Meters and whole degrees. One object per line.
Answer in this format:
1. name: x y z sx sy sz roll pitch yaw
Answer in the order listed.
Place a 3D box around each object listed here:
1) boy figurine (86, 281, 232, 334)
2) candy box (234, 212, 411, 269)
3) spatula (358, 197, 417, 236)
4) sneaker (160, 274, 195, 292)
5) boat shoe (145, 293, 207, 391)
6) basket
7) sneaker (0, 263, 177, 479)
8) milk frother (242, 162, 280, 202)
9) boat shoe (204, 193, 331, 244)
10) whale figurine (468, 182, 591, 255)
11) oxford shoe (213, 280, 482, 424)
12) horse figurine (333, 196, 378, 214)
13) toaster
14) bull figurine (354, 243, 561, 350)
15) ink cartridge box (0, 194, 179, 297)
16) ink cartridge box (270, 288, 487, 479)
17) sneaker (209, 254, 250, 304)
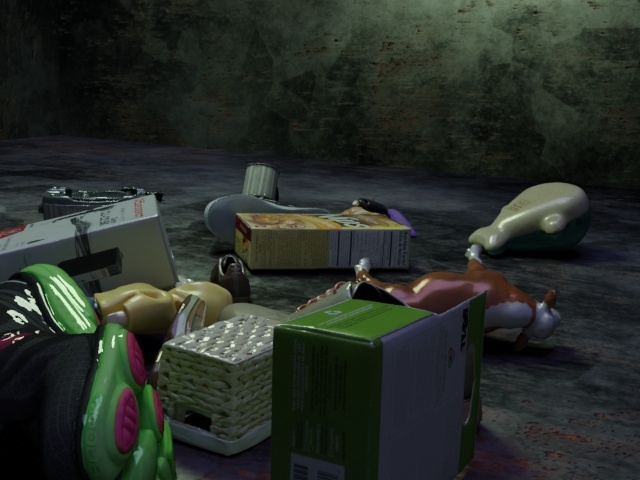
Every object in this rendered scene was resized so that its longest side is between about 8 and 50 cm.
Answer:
1. boy figurine: -0.262 0.104 1.248 0.285 0.092 0.177 0 -2 -24
2. candy box: 0.000 0.000 1.825 0.316 0.088 0.183 -1 11 -15
3. spatula: 0.142 -0.058 2.036 0.084 0.030 0.296 56 12 21
4. sneaker: -0.229 0.079 1.458 0.075 0.057 0.161 -7 11 -17
5. boat shoe: -0.159 0.139 1.132 0.072 0.068 0.190 20 34 -5
6. basket: -0.092 0.151 1.017 0.113 0.103 0.167 10 13 30
7. sneaker: -0.274 0.159 0.875 0.202 0.185 0.482 -23 18 -23
8. milk frother: -0.171 -0.098 2.153 0.143 0.135 0.129 7 -19 5
9. boat shoe: -0.119 -0.043 1.963 0.306 0.113 0.105 -2 5 -33
10. whale figurine: 0.464 -0.021 2.015 0.272 0.141 0.216 -27 20 -16
11. oxford shoe: 0.025 0.111 1.131 0.396 0.147 0.140 10 14 35
12. horse figurine: 0.079 -0.044 2.128 0.174 0.066 0.263 -5 11 -12
13. toaster: -0.399 -0.020 1.689 0.226 0.147 0.129 -1 13 -14
14. bull figurine: 0.195 0.087 1.355 0.310 0.101 0.188 -2 24 -11
15. ink cartridge box: -0.364 0.027 1.399 0.272 0.114 0.197 -14 14 -9
16. ink cartridge box: 0.063 0.150 0.854 0.097 0.189 0.255 7 11 29
17. sneaker: -0.149 0.055 1.565 0.066 0.071 0.188 -1 12 -15
